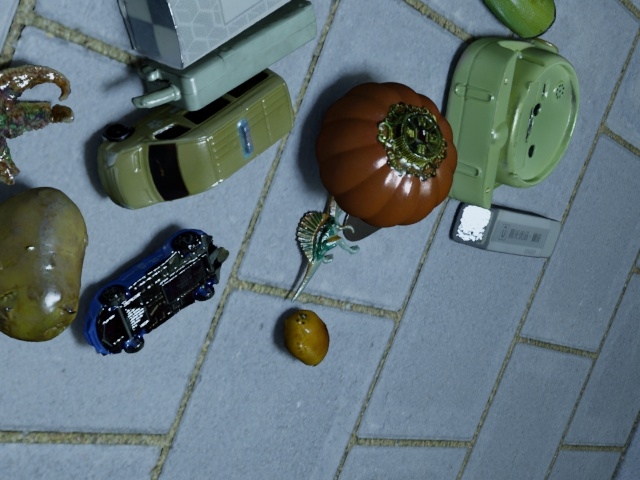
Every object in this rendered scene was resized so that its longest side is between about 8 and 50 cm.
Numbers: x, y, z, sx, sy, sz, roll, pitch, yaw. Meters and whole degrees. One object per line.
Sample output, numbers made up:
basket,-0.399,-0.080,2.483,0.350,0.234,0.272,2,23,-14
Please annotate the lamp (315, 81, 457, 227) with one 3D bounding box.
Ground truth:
lamp,0.098,-0.128,1.640,0.223,0.196,0.223,7,75,-27

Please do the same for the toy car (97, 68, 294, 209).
toy car,-0.152,-0.128,1.379,0.256,0.124,0.101,-40,136,-33

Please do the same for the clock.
clock,0.357,-0.222,1.976,0.348,0.117,0.286,-19,123,-46

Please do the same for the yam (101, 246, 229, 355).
yam,-0.212,0.084,1.515,0.234,0.029,0.027,-40,110,-29

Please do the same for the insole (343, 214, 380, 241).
insole,0.148,-0.084,1.888,0.328,0.007,0.111,-32,132,-38

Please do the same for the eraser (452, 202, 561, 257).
eraser,0.371,-0.020,2.164,0.352,0.061,0.089,5,106,-54

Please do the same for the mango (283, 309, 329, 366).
mango,-0.024,0.157,1.763,0.077,0.063,0.127,-57,149,-20

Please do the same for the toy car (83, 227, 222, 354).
toy car,-0.224,0.066,1.454,0.216,0.063,0.103,-36,134,-26

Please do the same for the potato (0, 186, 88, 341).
potato,-0.330,0.027,1.250,0.137,0.137,0.176,28,66,-54

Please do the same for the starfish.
starfish,-0.367,-0.127,1.190,0.209,0.053,0.150,-38,124,-26

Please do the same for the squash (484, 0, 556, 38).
squash,0.317,-0.414,1.848,0.188,0.095,0.095,22,92,-51

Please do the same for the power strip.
power strip,-0.128,-0.230,1.379,0.288,0.093,0.053,-37,134,-33

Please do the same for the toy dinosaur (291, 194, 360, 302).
toy dinosaur,-0.003,-0.001,1.724,0.187,0.044,0.106,-40,125,-12

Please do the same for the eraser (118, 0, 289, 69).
eraser,-0.066,-0.356,1.379,0.404,0.098,0.096,-41,137,-31
